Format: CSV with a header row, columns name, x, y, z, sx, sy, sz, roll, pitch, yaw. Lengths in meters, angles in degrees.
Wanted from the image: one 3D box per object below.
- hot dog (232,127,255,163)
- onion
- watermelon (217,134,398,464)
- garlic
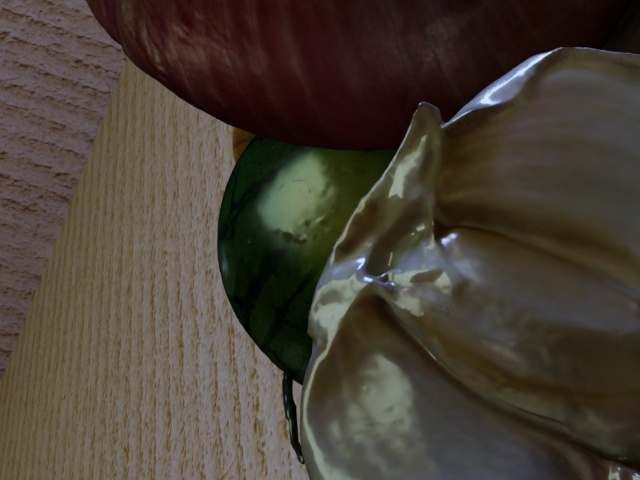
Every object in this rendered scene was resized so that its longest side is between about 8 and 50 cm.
name,x,y,z,sx,sy,sz,roll,pitch,yaw
hot dog,0.000,-0.085,1.437,0.249,0.076,0.102,141,128,-57
onion,0.022,-0.215,1.031,0.353,0.354,0.353,-161,90,-77
watermelon,0.004,-0.006,1.180,0.232,0.127,0.204,-43,43,44
garlic,0.096,0.045,0.793,0.229,0.178,0.143,-55,-20,-8
